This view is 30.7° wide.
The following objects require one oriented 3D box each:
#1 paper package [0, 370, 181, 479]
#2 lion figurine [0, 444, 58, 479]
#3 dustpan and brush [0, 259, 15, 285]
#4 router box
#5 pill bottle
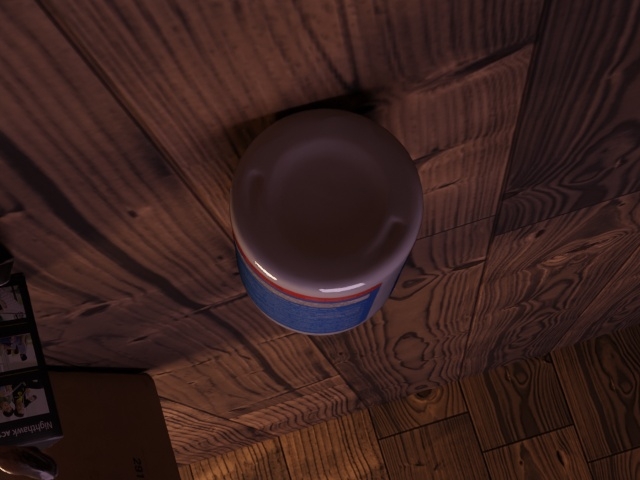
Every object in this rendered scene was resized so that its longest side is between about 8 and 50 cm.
[{"bbox_3d":[-0.290,0.322,1.343,0.168,0.325,0.309,-22,165,17],"label":"paper package"},{"bbox_3d":[-0.379,0.141,0.673,0.392,0.142,0.240,22,134,-34],"label":"lion figurine"},{"bbox_3d":[-0.306,0.070,0.779,0.211,0.060,0.147,-13,-173,-12],"label":"dustpan and brush"},{"bbox_3d":[-0.294,0.105,0.860,0.179,0.133,0.046,-8,164,-32],"label":"router box"},{"bbox_3d":[0.000,0.000,0.823,0.124,0.124,0.221,-16,166,-7],"label":"pill bottle"}]
